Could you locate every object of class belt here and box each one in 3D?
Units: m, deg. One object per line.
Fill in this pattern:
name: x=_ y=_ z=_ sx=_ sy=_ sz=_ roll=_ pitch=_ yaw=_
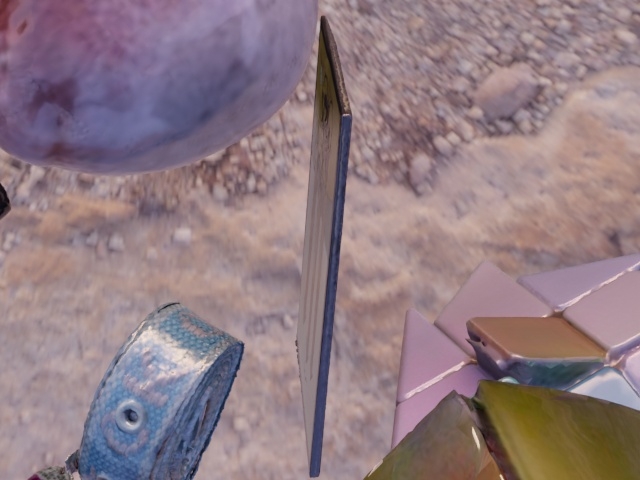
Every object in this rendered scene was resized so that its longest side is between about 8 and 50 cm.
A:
belt: x=-0.124 y=0.128 z=1.224 sx=0.082 sy=0.147 sz=0.163 roll=28 pitch=103 yaw=12

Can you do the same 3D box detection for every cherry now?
cherry: x=-0.161 y=-0.210 z=1.555 sx=0.326 sy=0.291 sz=0.335 roll=24 pitch=67 yaw=-36

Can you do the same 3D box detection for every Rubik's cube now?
Rubik's cube: x=0.244 y=0.205 z=1.492 sx=0.387 sy=0.368 sz=0.358 roll=-27 pitch=121 yaw=-13

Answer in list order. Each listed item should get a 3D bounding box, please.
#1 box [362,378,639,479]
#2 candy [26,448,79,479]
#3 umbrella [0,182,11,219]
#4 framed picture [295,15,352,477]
box: x=0.023 y=0.313 z=0.468 sx=0.138 sy=0.373 sz=0.420 roll=21 pitch=122 yaw=-38
candy: x=-0.232 y=0.215 z=1.212 sx=0.043 sy=0.045 sz=0.175 roll=47 pitch=64 yaw=2
umbrella: x=-0.386 y=0.078 z=1.348 sx=0.113 sy=0.106 sz=0.357 roll=42 pitch=93 yaw=-3
framed picture: x=0.000 y=0.000 z=1.378 sx=0.013 sy=0.244 sz=0.324 roll=3 pitch=115 yaw=-5
